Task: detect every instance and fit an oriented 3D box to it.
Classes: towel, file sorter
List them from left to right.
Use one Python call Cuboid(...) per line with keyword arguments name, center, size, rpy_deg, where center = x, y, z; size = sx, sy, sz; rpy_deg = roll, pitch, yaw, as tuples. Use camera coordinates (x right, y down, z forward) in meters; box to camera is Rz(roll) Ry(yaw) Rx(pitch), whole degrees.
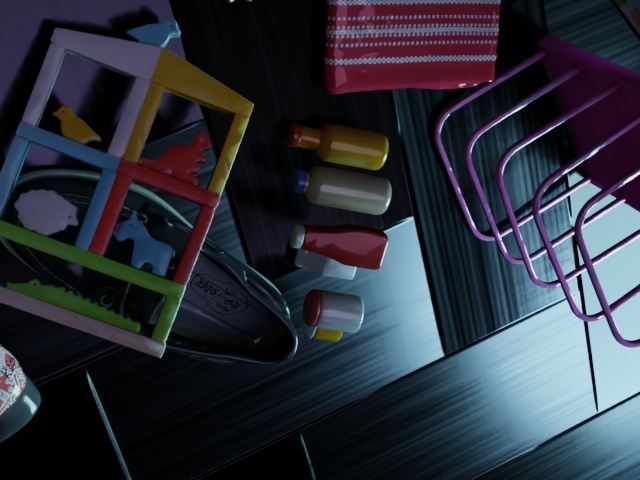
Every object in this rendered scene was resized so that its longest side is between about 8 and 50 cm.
Cuboid(name="towel", center=(0.097, -0.283, 1.171), size=(0.199, 0.031, 0.274), rpy_deg=(-6, 112, -22))
Cuboid(name="file sorter", center=(0.276, -0.051, 1.210), size=(0.182, 0.290, 0.202), rpy_deg=(-33, 122, -8))

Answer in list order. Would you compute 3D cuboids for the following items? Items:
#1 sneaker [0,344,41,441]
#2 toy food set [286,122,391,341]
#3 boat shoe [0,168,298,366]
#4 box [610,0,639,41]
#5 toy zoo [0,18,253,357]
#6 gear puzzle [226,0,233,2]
Cuboid(name="sneaker", center=(-0.409, 0.177, 1.080), size=(0.270, 0.090, 0.145), rpy_deg=(-38, 122, -12))
Cuboid(name="toy food set", center=(0.000, 0.000, 1.201), size=(0.105, 0.111, 0.232), rpy_deg=(10, 108, -17))
Cuboid(name="boat shoe", center=(-0.156, 0.042, 1.133), size=(0.340, 0.113, 0.127), rpy_deg=(36, 94, -34))
Cuboid(name="box", center=(0.367, -0.290, 1.157), size=(0.169, 0.290, 0.087), rpy_deg=(-22, 157, -18))
Cuboid(name="toy zoo", center=(-0.184, -0.063, 1.052), size=(0.192, 0.030, 0.293), rpy_deg=(21, 86, -9))
Cuboid(name="gear puzzle", center=(-0.135, -0.336, 0.989), size=(0.175, 0.044, 0.339), rpy_deg=(-60, 138, -14))
